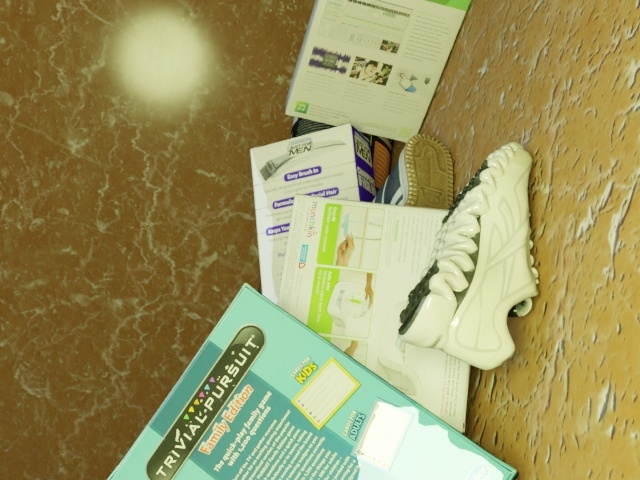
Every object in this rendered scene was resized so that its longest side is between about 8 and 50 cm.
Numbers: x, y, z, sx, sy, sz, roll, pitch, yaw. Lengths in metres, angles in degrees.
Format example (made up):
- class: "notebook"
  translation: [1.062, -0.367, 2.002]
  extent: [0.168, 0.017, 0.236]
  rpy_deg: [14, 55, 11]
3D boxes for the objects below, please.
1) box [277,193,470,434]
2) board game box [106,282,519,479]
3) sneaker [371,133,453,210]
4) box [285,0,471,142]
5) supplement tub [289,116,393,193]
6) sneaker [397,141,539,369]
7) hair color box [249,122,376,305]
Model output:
- class: "box"
  translation: [0.066, 0.094, 1.072]
  extent: [0.127, 0.231, 0.262]
  rpy_deg: [82, -166, -69]
- class: "board game box"
  translation: [-0.011, 0.241, 0.914]
  extent: [0.254, 0.336, 0.079]
  rpy_deg: [-55, -21, -5]
- class: "sneaker"
  translation: [0.122, -0.004, 1.289]
  extent: [0.153, 0.099, 0.282]
  rpy_deg: [121, 164, -50]
- class: "box"
  translation: [0.094, -0.324, 1.441]
  extent: [0.058, 0.232, 0.322]
  rpy_deg: [-94, 20, -53]
- class: "supplement tub"
  translation: [0.034, -0.144, 1.653]
  extent: [0.193, 0.193, 0.316]
  rpy_deg: [124, 156, -63]
- class: "sneaker"
  translation: [0.183, 0.014, 0.967]
  extent: [0.292, 0.118, 0.110]
  rpy_deg: [-61, -1, -34]
- class: "hair color box"
  translation: [0.000, 0.000, 1.450]
  extent: [0.110, 0.185, 0.339]
  rpy_deg: [26, -125, -64]
